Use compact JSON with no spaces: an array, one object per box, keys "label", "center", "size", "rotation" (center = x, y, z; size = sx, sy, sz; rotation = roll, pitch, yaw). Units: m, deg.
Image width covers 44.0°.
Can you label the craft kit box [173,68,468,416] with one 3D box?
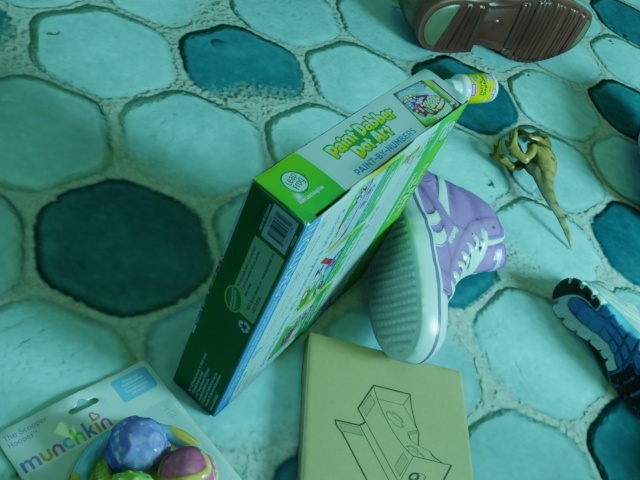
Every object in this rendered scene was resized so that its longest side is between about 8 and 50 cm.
[{"label":"craft kit box","center":[0.000,0.000,0.671],"size":[0.061,0.249,0.247],"rotation":[41,44,14]}]

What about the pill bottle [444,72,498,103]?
[{"label":"pill bottle","center":[0.212,-0.217,1.133],"size":[0.083,0.043,0.043],"rotation":[-11,56,-34]}]

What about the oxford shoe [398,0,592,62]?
[{"label":"oxford shoe","center":[0.282,-0.371,1.261],"size":[0.348,0.123,0.130],"rotation":[-1,46,-30]}]

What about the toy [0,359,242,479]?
[{"label":"toy","center":[-0.111,0.189,0.577],"size":[0.137,0.056,0.237],"rotation":[-24,64,-42]}]

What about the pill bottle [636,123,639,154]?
[{"label":"pill bottle","center":[0.537,-0.124,1.154],"size":[0.131,0.130,0.245],"rotation":[20,44,-10]}]

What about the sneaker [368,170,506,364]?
[{"label":"sneaker","center":[0.136,0.021,0.826],"size":[0.161,0.102,0.282],"rotation":[19,41,-16]}]

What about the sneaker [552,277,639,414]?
[{"label":"sneaker","center":[0.349,0.113,0.884],"size":[0.083,0.071,0.190],"rotation":[-7,54,-39]}]

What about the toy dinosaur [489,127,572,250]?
[{"label":"toy dinosaur","center":[0.290,-0.098,1.050],"size":[0.112,0.064,0.211],"rotation":[20,44,-12]}]

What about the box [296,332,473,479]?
[{"label":"box","center":[0.059,0.185,0.697],"size":[0.165,0.021,0.201],"rotation":[16,44,-14]}]
